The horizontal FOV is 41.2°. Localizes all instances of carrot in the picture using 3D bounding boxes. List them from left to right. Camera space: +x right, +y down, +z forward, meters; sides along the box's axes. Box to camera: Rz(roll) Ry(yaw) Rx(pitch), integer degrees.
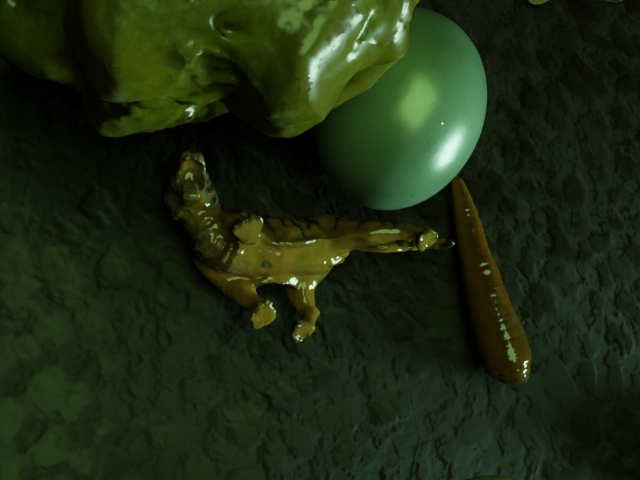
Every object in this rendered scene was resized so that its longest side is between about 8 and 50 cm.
[{"bbox_3d":[0.152,0.032,0.806,0.048,0.048,0.216,-4,70,-27],"label":"carrot"}]

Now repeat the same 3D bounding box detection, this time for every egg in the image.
[{"bbox_3d":[0.069,-0.116,0.750,0.149,0.149,0.192,28,60,-15],"label":"egg"}]

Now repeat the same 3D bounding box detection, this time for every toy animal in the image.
[{"bbox_3d":[-0.004,0.007,0.719,0.255,0.114,0.116,5,28,-28],"label":"toy animal"}]

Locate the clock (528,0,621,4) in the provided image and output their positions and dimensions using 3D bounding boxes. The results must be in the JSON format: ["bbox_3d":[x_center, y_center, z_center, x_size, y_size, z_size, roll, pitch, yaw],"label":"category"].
[{"bbox_3d":[0.249,-0.353,0.960,0.232,0.069,0.170,24,65,-17],"label":"clock"}]

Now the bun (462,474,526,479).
[{"bbox_3d":[0.097,0.346,0.566,0.349,0.227,0.352,-5,73,-26],"label":"bun"}]

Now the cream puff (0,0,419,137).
[{"bbox_3d":[-0.056,-0.194,0.645,0.274,0.270,0.323,35,68,10],"label":"cream puff"}]
